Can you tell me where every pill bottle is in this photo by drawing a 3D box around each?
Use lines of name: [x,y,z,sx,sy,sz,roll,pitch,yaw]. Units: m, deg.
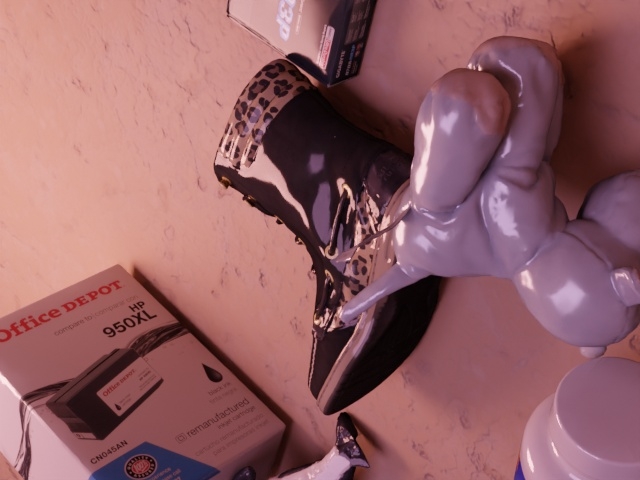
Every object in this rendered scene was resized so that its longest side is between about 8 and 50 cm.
pill bottle: [0.263,0.232,1.076,0.152,0.152,0.272,36,151,29]

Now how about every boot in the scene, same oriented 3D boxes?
boot: [0.000,0.000,1.298,0.284,0.138,0.377,44,141,26]

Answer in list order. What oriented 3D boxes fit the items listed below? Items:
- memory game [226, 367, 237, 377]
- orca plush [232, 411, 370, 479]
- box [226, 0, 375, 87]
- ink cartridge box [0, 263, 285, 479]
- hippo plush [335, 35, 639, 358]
memory game: [-0.148,0.266,1.707,0.186,0.012,0.186,25,128,37]
orca plush: [-0.033,0.344,1.548,0.151,0.102,0.287,37,111,13]
box: [-0.014,-0.304,1.207,0.175,0.051,0.220,39,135,26]
ink cartridge box: [-0.293,0.251,1.620,0.395,0.285,0.166,40,134,25]
hippo plush: [0.195,-0.024,0.980,0.236,0.294,0.234,34,155,20]
